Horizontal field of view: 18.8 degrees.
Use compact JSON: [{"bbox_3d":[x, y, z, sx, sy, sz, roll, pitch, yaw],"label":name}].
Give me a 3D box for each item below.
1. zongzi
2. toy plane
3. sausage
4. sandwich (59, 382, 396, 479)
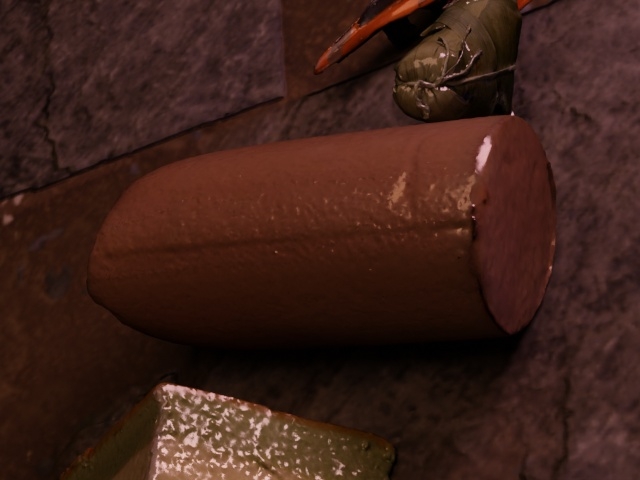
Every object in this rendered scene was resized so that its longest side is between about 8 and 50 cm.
[{"bbox_3d":[0.081,-0.122,1.131,0.055,0.109,0.119,7,87,28],"label":"zongzi"},{"bbox_3d":[0.076,-0.162,1.231,0.188,0.062,0.135,-45,45,13],"label":"toy plane"},{"bbox_3d":[0.000,0.000,1.103,0.253,0.123,0.123,-4,55,28],"label":"sausage"},{"bbox_3d":[-0.068,0.177,1.086,0.187,0.144,0.117,-44,31,49],"label":"sandwich"}]
